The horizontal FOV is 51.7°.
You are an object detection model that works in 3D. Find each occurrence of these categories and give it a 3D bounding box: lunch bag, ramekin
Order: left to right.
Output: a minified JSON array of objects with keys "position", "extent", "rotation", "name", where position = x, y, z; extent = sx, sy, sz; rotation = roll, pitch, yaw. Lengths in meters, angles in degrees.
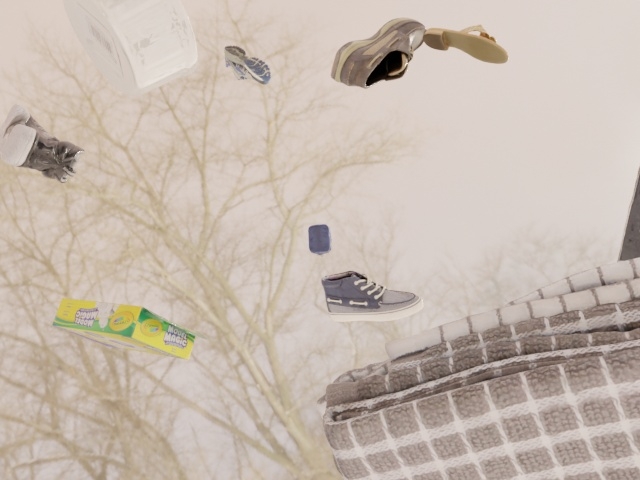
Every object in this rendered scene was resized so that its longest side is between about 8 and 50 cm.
[{"position":[-0.379,-0.420,1.294],"extent":[0.135,0.277,0.277],"rotation":[-39,-24,-23],"name":"ramekin"},{"position":[0.000,0.000,2.014],"extent":[0.067,0.098,0.065],"rotation":[-2,-3,8],"name":"lunch bag"}]

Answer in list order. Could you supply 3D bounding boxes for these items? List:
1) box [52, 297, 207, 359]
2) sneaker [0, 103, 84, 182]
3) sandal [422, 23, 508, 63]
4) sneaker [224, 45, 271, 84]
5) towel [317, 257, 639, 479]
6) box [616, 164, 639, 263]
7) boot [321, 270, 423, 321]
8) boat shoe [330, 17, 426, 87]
[{"position":[-0.241,0.114,0.842],"extent":[0.179,0.043,0.105],"rotation":[-1,-25,34],"name":"box"},{"position":[-0.603,-0.201,1.423],"extent":[0.153,0.268,0.101],"rotation":[28,-81,-36],"name":"sneaker"},{"position":[0.386,-0.528,1.704],"extent":[0.079,0.240,0.088],"rotation":[-59,-32,-15],"name":"sandal"},{"position":[-0.163,-0.380,1.474],"extent":[0.052,0.135,0.058],"rotation":[-30,-29,-39],"name":"sneaker"},{"position":[0.157,0.141,0.344],"extent":[0.284,0.235,0.121],"rotation":[-21,13,17],"name":"towel"},{"position":[0.939,-0.046,1.437],"extent":[0.297,0.472,0.479],"rotation":[-45,-39,-42],"name":"box"},{"position":[0.092,0.099,1.228],"extent":[0.190,0.086,0.069],"rotation":[-8,18,23],"name":"boot"},{"position":[0.181,-0.488,1.779],"extent":[0.355,0.130,0.132],"rotation":[-36,-25,-32],"name":"boat shoe"}]
